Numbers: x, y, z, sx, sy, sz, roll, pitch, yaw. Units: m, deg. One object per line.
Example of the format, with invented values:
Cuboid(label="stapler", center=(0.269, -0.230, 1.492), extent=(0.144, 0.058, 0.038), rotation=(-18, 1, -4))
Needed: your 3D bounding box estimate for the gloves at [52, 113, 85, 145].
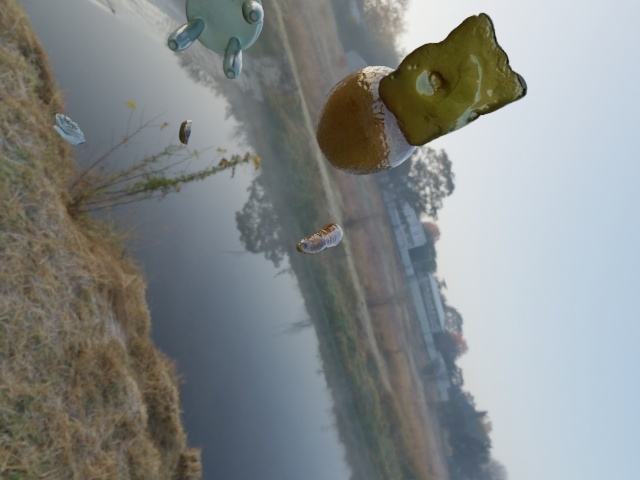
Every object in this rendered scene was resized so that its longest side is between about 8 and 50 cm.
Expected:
Cuboid(label="gloves", center=(-0.501, -0.215, 0.954), extent=(0.044, 0.037, 0.081), rotation=(-45, 139, -35))

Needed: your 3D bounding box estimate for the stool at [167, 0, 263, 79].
Cuboid(label="stool", center=(-0.238, -0.525, 1.145), extent=(0.195, 0.195, 0.199), rotation=(-58, -158, 30))

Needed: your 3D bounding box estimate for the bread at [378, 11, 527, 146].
Cuboid(label="bread", center=(0.225, -0.275, 0.844), extent=(0.161, 0.232, 0.088), rotation=(61, 35, -10))

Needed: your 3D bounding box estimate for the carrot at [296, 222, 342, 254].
Cuboid(label="carrot", center=(0.000, 0.000, 1.121), extent=(0.248, 0.059, 0.059), rotation=(-27, 101, -68))

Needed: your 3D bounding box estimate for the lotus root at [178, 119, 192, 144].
Cuboid(label="lotus root", center=(-0.379, -0.306, 1.337), extent=(0.037, 0.030, 0.084), rotation=(126, -33, -48))

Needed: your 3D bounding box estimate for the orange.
Cuboid(label="orange", center=(0.148, -0.372, 1.531), extent=(0.321, 0.356, 0.323), rotation=(20, 61, -41))
